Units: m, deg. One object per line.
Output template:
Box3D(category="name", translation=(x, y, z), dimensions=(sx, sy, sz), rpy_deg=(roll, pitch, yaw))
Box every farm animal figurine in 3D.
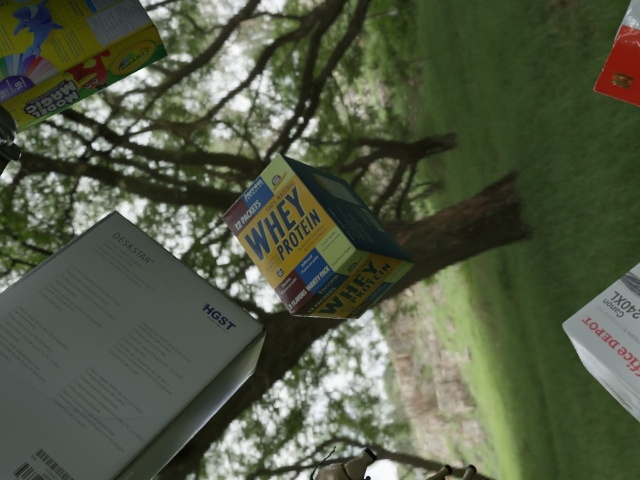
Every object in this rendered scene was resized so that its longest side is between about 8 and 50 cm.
Box3D(category="farm animal figurine", translation=(0.111, 0.495, 1.318), dimensions=(0.172, 0.326, 0.330), rpy_deg=(-22, -44, -52))

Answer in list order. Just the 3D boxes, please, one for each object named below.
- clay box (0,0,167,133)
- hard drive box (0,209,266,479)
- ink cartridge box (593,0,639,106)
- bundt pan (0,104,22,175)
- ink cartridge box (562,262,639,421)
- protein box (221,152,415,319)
Box3D(category="clay box", translation=(-0.272, -0.177, 0.704), dimensions=(0.127, 0.222, 0.053), rpy_deg=(57, 172, 22))
Box3D(category="hard drive box", translation=(-0.188, 0.111, 0.616), dimensions=(0.232, 0.181, 0.089), rpy_deg=(-43, -18, -34))
Box3D(category="ink cartridge box", translation=(0.454, -0.248, 0.887), dimensions=(0.232, 0.189, 0.066), rpy_deg=(-59, -18, -24))
Box3D(category="bundt pan", translation=(-0.329, -0.051, 0.359), dimensions=(0.331, 0.330, 0.124), rpy_deg=(49, -126, -67))
Box3D(category="ink cartridge box", translation=(0.274, 0.062, 0.555), dimensions=(0.063, 0.150, 0.109), rpy_deg=(49, -177, -31))
Box3D(category="protein box", translation=(0.000, 0.000, 1.144), dimensions=(0.200, 0.136, 0.201), rpy_deg=(52, -161, 25))
